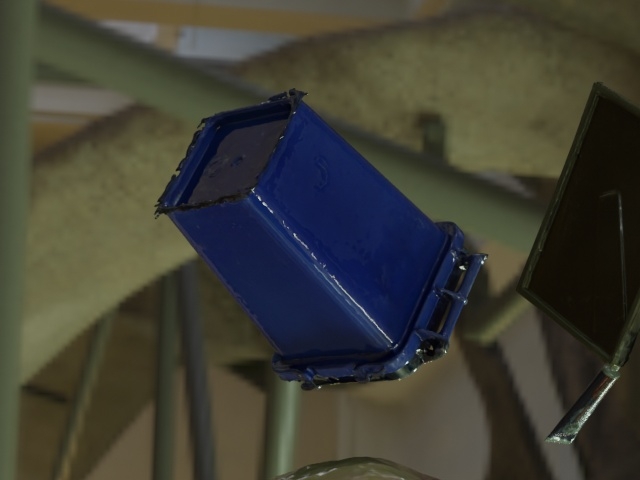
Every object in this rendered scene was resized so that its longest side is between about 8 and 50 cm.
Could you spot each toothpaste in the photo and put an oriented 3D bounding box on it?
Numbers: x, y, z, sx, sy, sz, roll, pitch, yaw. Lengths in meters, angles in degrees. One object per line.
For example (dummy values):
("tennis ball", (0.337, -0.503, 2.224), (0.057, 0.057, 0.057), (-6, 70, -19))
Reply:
("toothpaste", (0.304, 0.184, 2.136), (0.140, 0.037, 0.021), (-58, -144, 31))

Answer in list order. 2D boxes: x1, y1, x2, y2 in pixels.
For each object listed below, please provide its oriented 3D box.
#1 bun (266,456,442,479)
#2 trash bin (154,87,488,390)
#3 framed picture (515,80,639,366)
("bun", (0.040, 0.312, 1.151), (0.213, 0.361, 0.361), (63, 22, -62))
("trash bin", (0.000, 0.000, 1.543), (0.184, 0.234, 0.162), (-9, -136, 43))
("framed picture", (0.305, -0.020, 2.005), (0.189, 0.023, 0.260), (39, -63, 50))
